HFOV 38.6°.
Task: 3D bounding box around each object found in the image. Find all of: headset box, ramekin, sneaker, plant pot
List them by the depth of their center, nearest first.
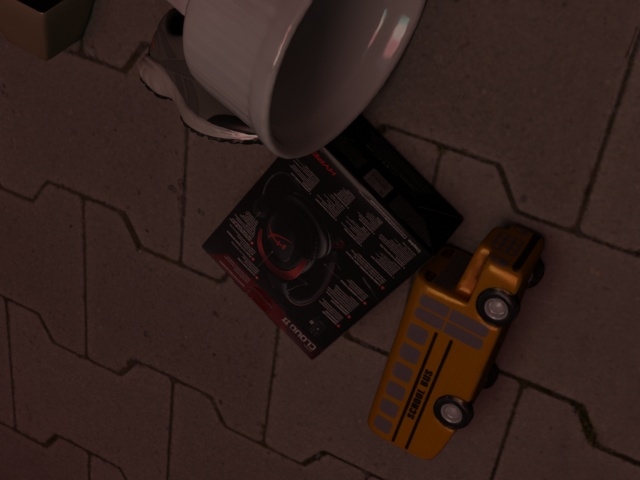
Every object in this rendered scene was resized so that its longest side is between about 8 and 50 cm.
[{"bbox_3d":[-0.016,-0.236,0.958,0.135,0.277,0.277,36,129,18],"label":"ramekin"},{"bbox_3d":[-0.131,-0.198,1.114,0.271,0.100,0.108,40,122,34],"label":"sneaker"},{"bbox_3d":[0.000,0.000,1.179,0.218,0.110,0.293,45,129,1],"label":"headset box"},{"bbox_3d":[-0.377,-0.311,1.236,0.109,0.109,0.096,28,139,14],"label":"plant pot"}]

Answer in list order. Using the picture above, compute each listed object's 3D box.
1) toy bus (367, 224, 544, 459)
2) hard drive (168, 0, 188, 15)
[{"bbox_3d":[0.168,0.126,1.155,0.130,0.108,0.332,27,127,17],"label":"toy bus"},{"bbox_3d":[-0.183,-0.428,1.008,0.203,0.040,0.307,46,145,37],"label":"hard drive"}]
